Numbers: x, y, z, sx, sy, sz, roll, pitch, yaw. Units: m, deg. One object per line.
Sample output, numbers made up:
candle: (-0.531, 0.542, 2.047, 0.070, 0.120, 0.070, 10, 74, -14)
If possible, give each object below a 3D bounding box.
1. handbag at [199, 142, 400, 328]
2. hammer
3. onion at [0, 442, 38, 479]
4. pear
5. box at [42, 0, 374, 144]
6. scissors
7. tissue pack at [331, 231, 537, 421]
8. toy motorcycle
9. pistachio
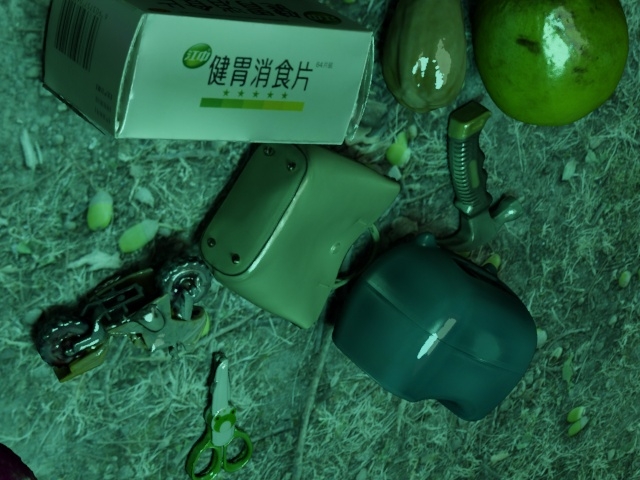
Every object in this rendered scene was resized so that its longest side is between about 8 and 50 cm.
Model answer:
handbag: (0.000, 0.000, 1.926, 0.315, 0.109, 0.241, 28, 97, -50)
hammer: (0.213, -0.085, 2.094, 0.159, 0.041, 0.226, -31, 133, -24)
onion: (-0.445, 0.420, 1.586, 0.398, 0.420, 0.398, -14, 123, -22)
pear: (0.300, -0.263, 1.935, 0.212, 0.212, 0.269, -47, 146, -6)
box: (-0.118, -0.201, 1.641, 0.333, 0.173, 0.145, -2, 118, -40)
scissors: (-0.135, 0.240, 2.015, 0.101, 0.027, 0.204, -19, 129, -33)
tissue pack: (0.173, 0.120, 2.071, 0.287, 0.198, 0.206, 23, 104, -49)
toy motorcycle: (-0.229, 0.109, 1.807, 0.229, 0.094, 0.130, -27, 135, -13)
pistachio: (0.137, -0.250, 1.882, 0.126, 0.108, 0.185, -30, 129, -55)
